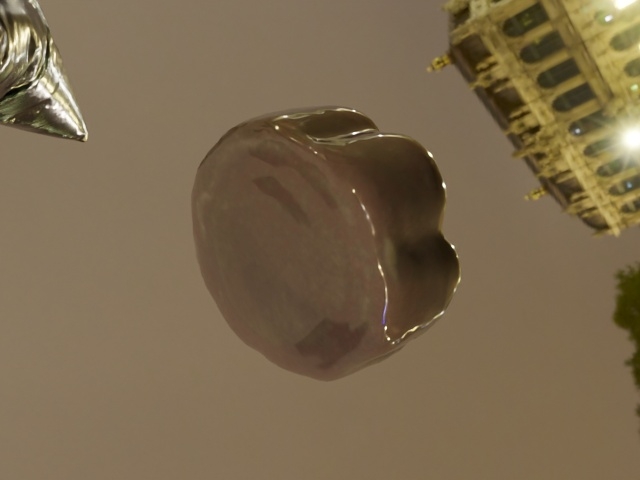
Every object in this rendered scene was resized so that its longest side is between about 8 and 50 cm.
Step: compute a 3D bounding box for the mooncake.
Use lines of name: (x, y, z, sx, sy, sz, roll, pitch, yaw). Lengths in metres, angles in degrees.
mooncake: (0.000, 0.000, 0.624, 0.133, 0.245, 0.245, -20, -94, -38)

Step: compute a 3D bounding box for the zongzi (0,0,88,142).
zongzi: (-0.444, -0.252, 0.895, 0.383, 0.319, 0.362, 36, 171, 12)
